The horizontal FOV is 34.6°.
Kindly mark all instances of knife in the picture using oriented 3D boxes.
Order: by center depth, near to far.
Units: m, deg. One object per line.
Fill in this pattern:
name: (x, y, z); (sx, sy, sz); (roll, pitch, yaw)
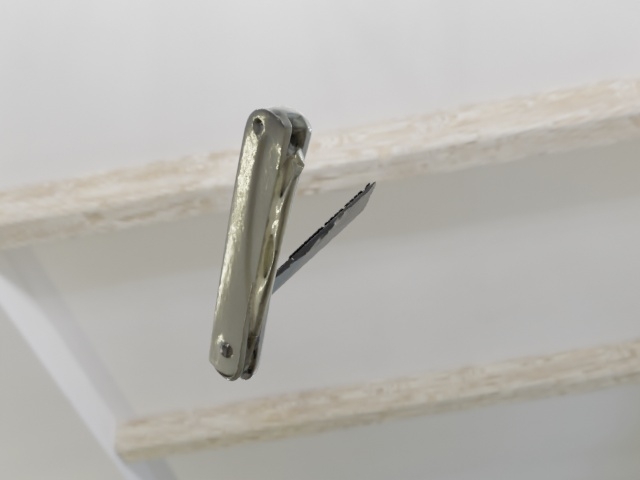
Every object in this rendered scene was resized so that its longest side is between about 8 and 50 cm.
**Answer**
knife: (-0.056, 0.008, 0.925); (0.041, 0.073, 0.265); (-4, -63, -38)

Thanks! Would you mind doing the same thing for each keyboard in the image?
keyboard: (-0.001, -0.001, 1.290); (0.015, 0.196, 0.074); (44, -26, 7)
